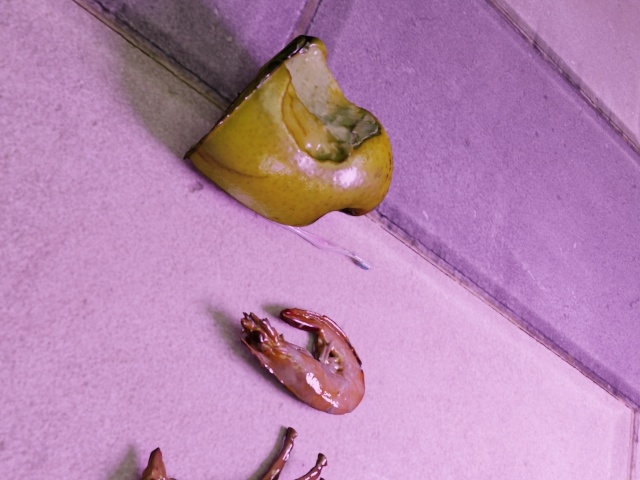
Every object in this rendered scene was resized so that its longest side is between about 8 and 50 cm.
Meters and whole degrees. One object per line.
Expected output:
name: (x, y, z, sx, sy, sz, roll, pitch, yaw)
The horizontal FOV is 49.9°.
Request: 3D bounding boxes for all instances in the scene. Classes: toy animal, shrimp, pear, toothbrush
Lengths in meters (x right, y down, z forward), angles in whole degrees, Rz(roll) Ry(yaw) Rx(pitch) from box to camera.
toy animal: (-0.089, 0.311, 0.831, 0.275, 0.054, 0.149, 2, 71, -37)
shrimp: (-0.019, 0.148, 0.938, 0.236, 0.053, 0.133, 38, 58, -26)
pear: (-0.019, -0.121, 0.954, 0.255, 0.164, 0.238, 48, 49, -14)
toothbrush: (0.000, 0.000, 1.023, 0.204, 0.022, 0.017, 28, 50, -27)
